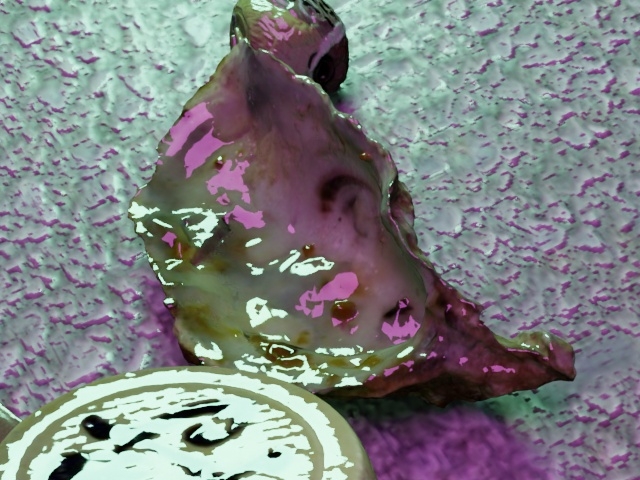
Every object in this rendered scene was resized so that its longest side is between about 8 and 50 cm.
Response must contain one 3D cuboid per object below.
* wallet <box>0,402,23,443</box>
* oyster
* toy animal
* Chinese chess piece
[{"bbox_3d":[-0.283,0.160,1.288,0.118,0.039,0.152,36,65,25],"label":"wallet"},{"bbox_3d":[-0.011,0.025,1.332,0.204,0.111,0.396,-42,57,-2],"label":"oyster"},{"bbox_3d":[-0.026,-0.170,1.473,0.098,0.098,0.137,-11,70,0],"label":"toy animal"},{"bbox_3d":[-0.088,0.181,1.151,0.257,0.104,0.257,-1,29,1],"label":"Chinese chess piece"}]
